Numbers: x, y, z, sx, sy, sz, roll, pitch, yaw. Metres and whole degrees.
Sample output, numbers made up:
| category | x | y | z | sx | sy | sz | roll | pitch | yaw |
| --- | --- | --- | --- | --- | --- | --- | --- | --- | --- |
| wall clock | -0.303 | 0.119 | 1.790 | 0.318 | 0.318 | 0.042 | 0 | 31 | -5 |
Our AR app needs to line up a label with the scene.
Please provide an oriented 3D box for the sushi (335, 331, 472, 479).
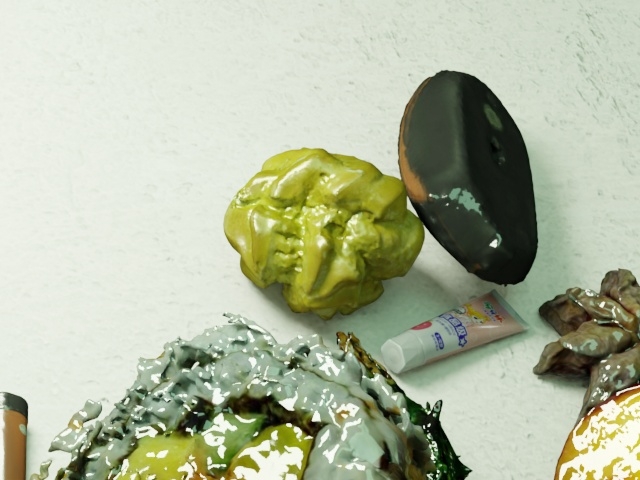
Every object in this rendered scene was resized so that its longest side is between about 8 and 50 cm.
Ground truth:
| category | x | y | z | sx | sy | sz | roll | pitch | yaw |
| --- | --- | --- | --- | --- | --- | --- | --- | --- | --- |
| sushi | 0.081 | 0.225 | 1.829 | 0.149 | 0.140 | 0.287 | 4 | 49 | -7 |

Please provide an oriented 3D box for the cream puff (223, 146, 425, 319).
| category | x | y | z | sx | sy | sz | roll | pitch | yaw |
| --- | --- | --- | --- | --- | --- | --- | --- | --- | --- |
| cream puff | 0.001 | -0.003 | 1.993 | 0.221 | 0.194 | 0.194 | 17 | 46 | 2 |

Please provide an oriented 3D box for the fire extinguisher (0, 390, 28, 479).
| category | x | y | z | sx | sy | sz | roll | pitch | yaw |
| --- | --- | --- | --- | --- | --- | --- | --- | --- | --- |
| fire extinguisher | -0.309 | 0.233 | 1.756 | 0.062 | 0.050 | 0.177 | 38 | 33 | -41 |

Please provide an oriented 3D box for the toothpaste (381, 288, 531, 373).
| category | x | y | z | sx | sy | sz | roll | pitch | yaw |
| --- | --- | --- | --- | --- | --- | --- | --- | --- | --- |
| toothpaste | 0.153 | 0.104 | 2.037 | 0.194 | 0.043 | 0.067 | -19 | 54 | -38 |

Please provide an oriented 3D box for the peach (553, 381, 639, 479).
| category | x | y | z | sx | sy | sz | roll | pitch | yaw |
| --- | --- | --- | --- | --- | --- | --- | --- | --- | --- |
| peach | 0.386 | 0.254 | 1.770 | 0.281 | 0.338 | 0.281 | 11 | 58 | -19 |

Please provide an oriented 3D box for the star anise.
| category | x | y | z | sx | sy | sz | roll | pitch | yaw |
| --- | --- | --- | --- | --- | --- | --- | --- | --- | --- |
| star anise | 0.362 | 0.117 | 2.053 | 0.223 | 0.109 | 0.236 | 13 | 48 | -1 |

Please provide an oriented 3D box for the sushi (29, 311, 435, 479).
| category | x | y | z | sx | sy | sz | roll | pitch | yaw |
| --- | --- | --- | --- | --- | --- | --- | --- | --- | --- |
| sushi | -0.086 | 0.263 | 1.660 | 0.417 | 0.176 | 0.417 | -6 | 48 | 7 |

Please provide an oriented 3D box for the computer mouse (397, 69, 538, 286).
| category | x | y | z | sx | sy | sz | roll | pitch | yaw |
| --- | --- | --- | --- | --- | --- | --- | --- | --- | --- |
| computer mouse | 0.171 | -0.070 | 2.128 | 0.183 | 0.116 | 0.323 | 36 | 33 | -26 |
